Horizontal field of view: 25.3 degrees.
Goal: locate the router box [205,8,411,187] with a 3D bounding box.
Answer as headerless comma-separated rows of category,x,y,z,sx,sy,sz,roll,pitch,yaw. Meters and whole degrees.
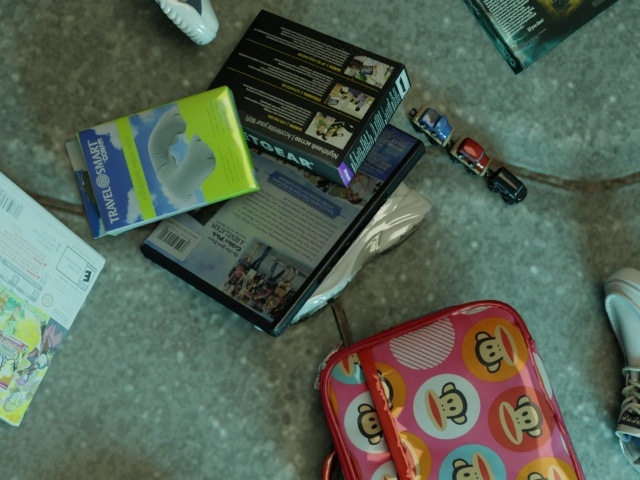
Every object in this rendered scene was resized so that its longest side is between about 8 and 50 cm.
router box,-0.018,-0.147,1.451,0.179,0.046,0.133,25,72,24

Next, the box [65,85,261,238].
box,-0.160,-0.076,1.412,0.178,0.042,0.109,-17,87,4

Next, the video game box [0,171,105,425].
video game box,-0.306,0.050,1.315,0.048,0.205,0.187,13,70,32

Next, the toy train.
toy train,0.161,-0.093,1.546,0.158,0.036,0.027,38,73,-8

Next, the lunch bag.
lunch bag,0.120,0.223,1.421,0.258,0.120,0.293,-20,80,3

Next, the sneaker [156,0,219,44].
sneaker,-0.127,-0.328,1.446,0.153,0.094,0.235,-30,76,4

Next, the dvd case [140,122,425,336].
dvd case,-0.037,-0.042,1.438,0.180,0.022,0.253,30,71,25

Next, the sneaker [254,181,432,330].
sneaker,0.000,0.000,1.467,0.232,0.090,0.115,-40,85,-25

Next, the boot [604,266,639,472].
boot,0.360,0.163,1.531,0.123,0.095,0.258,-36,93,-25

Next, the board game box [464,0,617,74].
board game box,0.256,-0.289,1.611,0.186,0.026,0.126,-36,92,-18
